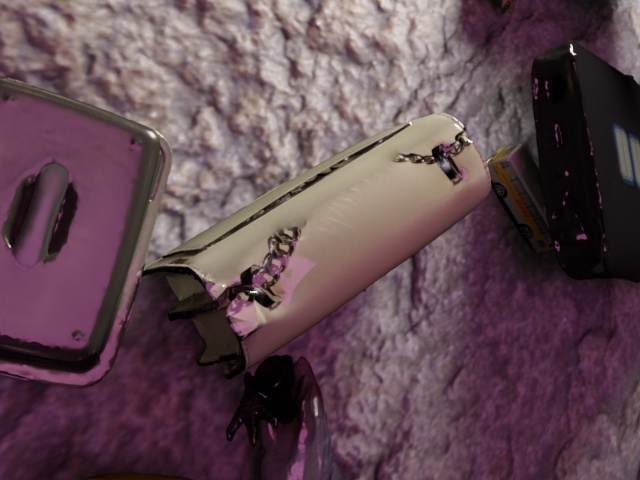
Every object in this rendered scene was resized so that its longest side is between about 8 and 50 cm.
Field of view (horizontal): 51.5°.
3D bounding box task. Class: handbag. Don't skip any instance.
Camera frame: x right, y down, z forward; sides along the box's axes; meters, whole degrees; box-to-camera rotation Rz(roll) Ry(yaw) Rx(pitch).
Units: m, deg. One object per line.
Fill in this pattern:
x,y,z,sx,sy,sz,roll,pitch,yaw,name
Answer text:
0.000,0.000,0.769,0.358,0.237,0.160,-33,95,-25,handbag

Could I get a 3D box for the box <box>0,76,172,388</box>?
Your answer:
-0.287,-0.009,0.674,0.220,0.166,0.290,18,74,-21,box

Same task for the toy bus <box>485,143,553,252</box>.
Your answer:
0.319,-0.064,1.019,0.057,0.072,0.172,-40,100,-29,toy bus

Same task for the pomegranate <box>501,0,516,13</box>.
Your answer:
0.314,-0.456,1.061,0.129,0.159,0.129,33,31,-23,pomegranate

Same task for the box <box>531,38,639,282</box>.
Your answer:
0.448,-0.109,1.030,0.350,0.091,0.359,3,79,-47,box

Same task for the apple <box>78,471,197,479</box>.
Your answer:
-0.198,0.398,0.650,0.254,0.179,0.346,17,83,-2,apple

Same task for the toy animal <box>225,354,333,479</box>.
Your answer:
-0.035,0.274,0.779,0.195,0.090,0.324,-43,127,-65,toy animal
